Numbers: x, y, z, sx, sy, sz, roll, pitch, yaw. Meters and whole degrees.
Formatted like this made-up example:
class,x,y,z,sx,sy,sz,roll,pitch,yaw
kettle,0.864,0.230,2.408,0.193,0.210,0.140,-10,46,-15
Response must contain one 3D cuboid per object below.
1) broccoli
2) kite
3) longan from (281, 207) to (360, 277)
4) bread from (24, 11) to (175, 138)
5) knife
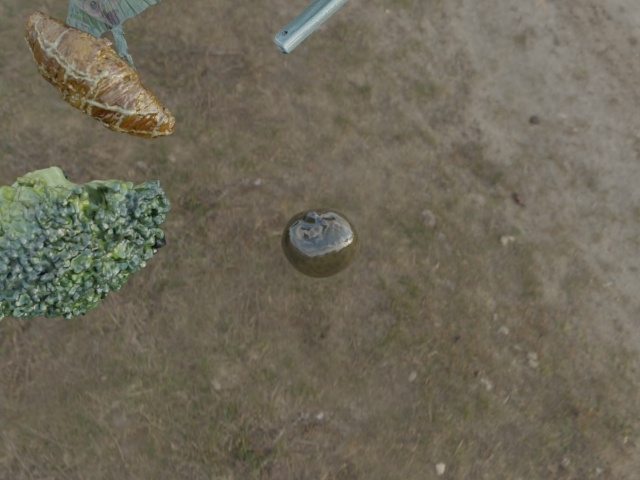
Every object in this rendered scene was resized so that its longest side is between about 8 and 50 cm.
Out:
class,x,y,z,sx,sy,sz,roll,pitch,yaw
broccoli,-0.374,-0.024,1.176,0.288,0.248,0.245,-14,55,-35
kite,-0.314,-0.327,1.284,0.012,0.229,0.250,-32,101,-62
longan,0.000,0.000,1.111,0.113,0.113,0.092,15,57,5
bread,-0.291,-0.204,1.079,0.233,0.105,0.076,37,52,-8
knife,0.000,-0.311,1.116,0.162,0.023,0.044,-44,49,-8
